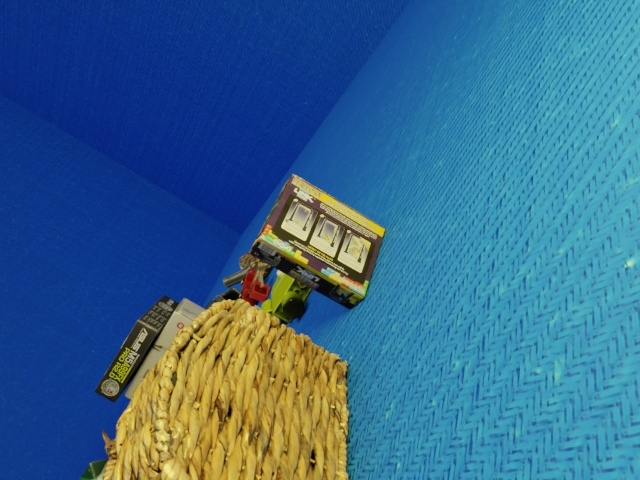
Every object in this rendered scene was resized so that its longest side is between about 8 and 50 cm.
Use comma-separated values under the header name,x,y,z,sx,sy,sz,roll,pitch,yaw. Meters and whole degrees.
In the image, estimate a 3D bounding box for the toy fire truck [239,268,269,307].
name,x,y,z,sx,sy,sz,roll,pitch,yaw
toy fire truck,-0.192,0.133,1.552,0.135,0.047,0.192,-58,19,31

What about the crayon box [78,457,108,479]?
name,x,y,z,sx,sy,sz,roll,pitch,yaw
crayon box,-0.526,0.678,1.248,0.323,0.083,0.203,-53,54,31

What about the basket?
name,x,y,z,sx,sy,sz,roll,pitch,yaw
basket,-0.113,0.231,0.555,0.223,0.214,0.299,-54,12,21

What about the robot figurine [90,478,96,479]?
name,x,y,z,sx,sy,sz,roll,pitch,yaw
robot figurine,-0.416,0.591,0.963,0.300,0.199,0.353,-3,47,31

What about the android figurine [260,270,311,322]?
name,x,y,z,sx,sy,sz,roll,pitch,yaw
android figurine,-0.047,0.068,1.125,0.248,0.056,0.273,-58,13,7

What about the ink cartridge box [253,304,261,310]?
name,x,y,z,sx,sy,sz,roll,pitch,yaw
ink cartridge box,-0.171,0.201,1.378,0.048,0.028,0.083,-55,11,16

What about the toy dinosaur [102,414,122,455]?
name,x,y,z,sx,sy,sz,roll,pitch,yaw
toy dinosaur,-0.420,0.478,1.283,0.127,0.201,0.296,-64,12,-27

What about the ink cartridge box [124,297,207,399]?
name,x,y,z,sx,sy,sz,roll,pitch,yaw
ink cartridge box,-0.346,0.318,1.391,0.272,0.197,0.114,-57,9,10

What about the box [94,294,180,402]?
name,x,y,z,sx,sy,sz,roll,pitch,yaw
box,-0.476,0.276,1.416,0.216,0.060,0.270,-57,7,4

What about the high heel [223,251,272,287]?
name,x,y,z,sx,sy,sz,roll,pitch,yaw
high heel,-0.191,0.073,1.778,0.186,0.093,0.261,-24,10,24

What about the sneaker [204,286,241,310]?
name,x,y,z,sx,sy,sz,roll,pitch,yaw
sneaker,-0.322,0.254,1.601,0.148,0.131,0.350,-56,7,25

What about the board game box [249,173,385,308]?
name,x,y,z,sx,sy,sz,roll,pitch,yaw
board game box,0.000,0.000,0.789,0.048,0.170,0.141,-49,14,48

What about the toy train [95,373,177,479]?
name,x,y,z,sx,sy,sz,roll,pitch,yaw
toy train,-0.204,0.325,0.698,0.142,0.190,0.333,-13,40,34
